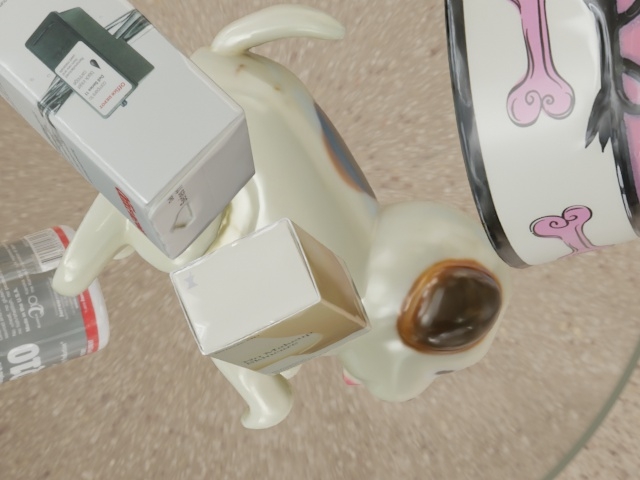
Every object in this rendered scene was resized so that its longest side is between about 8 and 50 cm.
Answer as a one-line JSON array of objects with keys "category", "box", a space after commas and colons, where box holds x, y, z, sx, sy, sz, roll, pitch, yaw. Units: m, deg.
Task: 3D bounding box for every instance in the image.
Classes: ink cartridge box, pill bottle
[{"category": "ink cartridge box", "box": [-0.142, -0.099, 0.935, 0.208, 0.153, 0.087, 44, 82, 8]}, {"category": "pill bottle", "box": [-0.407, 0.096, 1.765, 0.283, 0.161, 0.161, -18, 93, -19]}]

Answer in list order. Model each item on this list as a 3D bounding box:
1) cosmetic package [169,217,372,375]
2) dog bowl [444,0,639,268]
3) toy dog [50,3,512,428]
[{"category": "cosmetic package", "box": [-0.019, 0.029, 0.679, 0.060, 0.115, 0.041, -26, 76, 9]}, {"category": "dog bowl", "box": [0.215, -0.182, 1.140, 0.150, 0.408, 0.408, -1, 92, 20]}, {"category": "toy dog", "box": [0.000, 0.000, 1.536, 0.408, 0.284, 0.395, 31, 93, 0]}]
